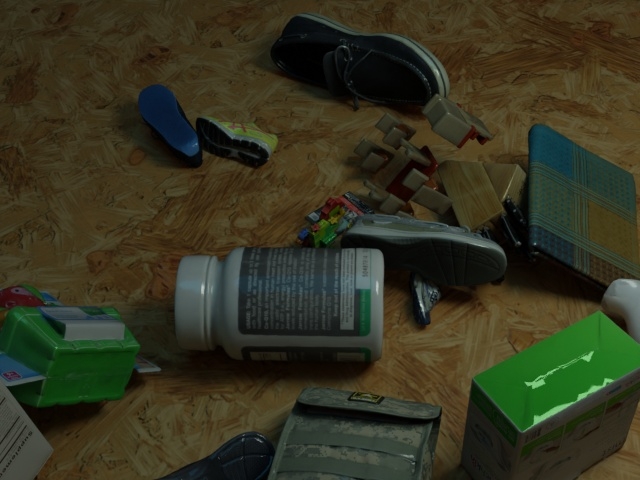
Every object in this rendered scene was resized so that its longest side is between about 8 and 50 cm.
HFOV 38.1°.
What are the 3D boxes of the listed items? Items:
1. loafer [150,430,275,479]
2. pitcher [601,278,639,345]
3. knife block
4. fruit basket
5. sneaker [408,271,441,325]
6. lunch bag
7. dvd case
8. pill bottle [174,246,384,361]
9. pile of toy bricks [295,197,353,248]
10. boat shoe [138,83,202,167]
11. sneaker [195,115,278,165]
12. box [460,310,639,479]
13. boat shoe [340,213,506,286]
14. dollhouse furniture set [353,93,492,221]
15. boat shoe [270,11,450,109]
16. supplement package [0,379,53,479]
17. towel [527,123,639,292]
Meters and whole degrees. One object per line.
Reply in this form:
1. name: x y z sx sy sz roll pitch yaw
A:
1. loafer: -0.209 0.407 1.463 0.302 0.095 0.109 -27 80 -18
2. pitcher: 0.628 0.158 1.652 0.177 0.126 0.207 -6 39 -15
3. knife block: 0.321 -0.036 1.865 0.275 0.088 0.242 10 66 46
4. fruit basket: -0.495 0.146 1.597 0.353 0.166 0.327 34 15 33
5. sneaker: 0.205 0.105 1.765 0.058 0.052 0.135 1 45 -3
6. lunch bag: 0.060 0.340 1.453 0.235 0.169 0.287 5 37 12
7. dvd case: 0.043 -0.054 1.956 0.119 0.013 0.087 -30 51 -27
8. pill bottle: -0.068 0.113 1.656 0.360 0.204 0.204 1 45 2
9. pile of toy bricks: 0.000 0.000 1.827 0.118 0.105 0.212 31 59 30
10. boat shoe: -0.349 -0.255 2.126 0.109 0.089 0.258 -26 53 -5
11. sneaker: -0.189 -0.237 2.112 0.208 0.082 0.094 25 43 16
12. box: 0.368 0.275 1.459 0.261 0.231 0.127 -24 48 -20
13. boat shoe: 0.200 0.006 1.763 0.320 0.118 0.103 6 42 24
14. dollhouse furniture set: 0.218 -0.163 1.924 0.135 0.259 0.262 24 29 -33
15. boat shoe: 0.084 -0.410 2.205 0.500 0.187 0.156 26 56 32
16. supplement package: -0.568 0.296 1.410 0.177 0.293 0.175 20 57 20
17. towel: 0.523 -0.058 1.848 0.271 0.040 0.370 27 45 -13
